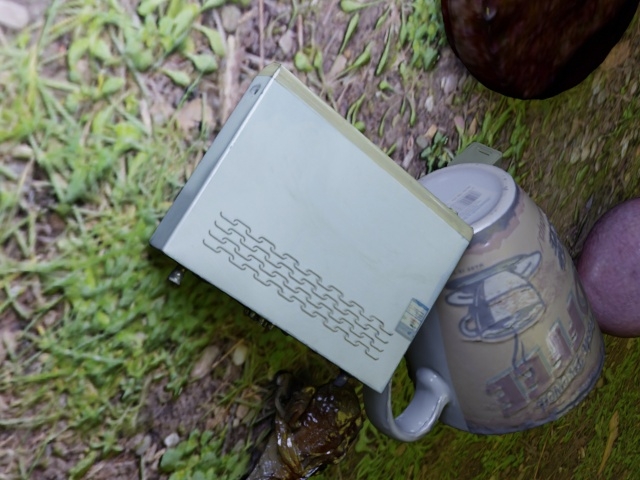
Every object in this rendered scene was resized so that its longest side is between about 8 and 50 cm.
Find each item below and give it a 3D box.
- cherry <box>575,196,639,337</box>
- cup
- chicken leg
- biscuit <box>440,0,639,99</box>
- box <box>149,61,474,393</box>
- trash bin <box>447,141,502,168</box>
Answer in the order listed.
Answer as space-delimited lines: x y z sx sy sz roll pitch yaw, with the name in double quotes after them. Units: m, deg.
0.511 0.054 1.500 0.239 0.206 0.239 -47 147 -43 "cherry"
0.148 0.075 1.055 0.301 0.227 0.257 -41 124 -21 "cup"
-0.033 0.229 1.029 0.125 0.080 0.196 25 99 -46 "chicken leg"
0.260 -0.350 1.014 0.407 0.091 0.407 -32 137 -36 "biscuit"
0.000 0.000 0.855 0.270 0.045 0.210 35 82 -31 "box"
0.185 -0.061 1.142 0.061 0.043 0.092 -40 140 -31 "trash bin"
